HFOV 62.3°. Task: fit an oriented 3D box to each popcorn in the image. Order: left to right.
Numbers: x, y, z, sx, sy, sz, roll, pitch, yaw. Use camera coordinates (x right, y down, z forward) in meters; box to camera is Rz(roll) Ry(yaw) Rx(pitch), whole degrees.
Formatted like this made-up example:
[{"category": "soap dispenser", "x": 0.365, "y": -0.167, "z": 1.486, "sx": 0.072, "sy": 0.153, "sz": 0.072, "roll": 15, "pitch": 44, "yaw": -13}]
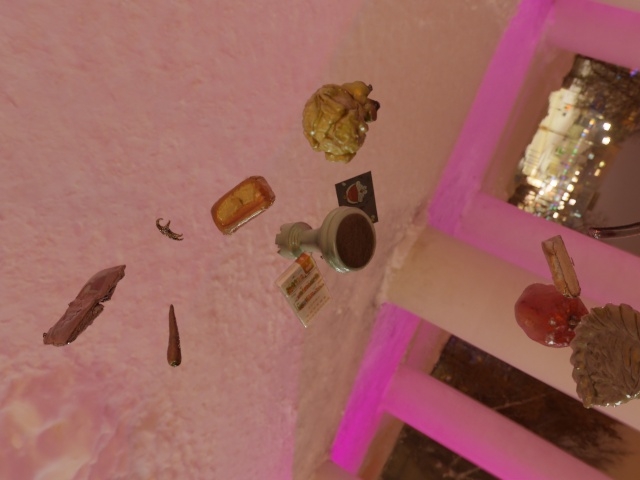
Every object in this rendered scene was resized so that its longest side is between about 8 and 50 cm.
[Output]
[{"category": "popcorn", "x": 0.038, "y": -0.281, "z": 1.178, "sx": 0.168, "sy": 0.174, "sz": 0.195, "roll": 46, "pitch": 54, "yaw": -38}]

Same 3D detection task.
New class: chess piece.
[{"category": "chess piece", "x": 0.000, "y": 0.000, "z": 1.599, "sx": 0.195, "sy": 0.299, "sz": 0.194, "roll": 1, "pitch": 88, "yaw": -43}]

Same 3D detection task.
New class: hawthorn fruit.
[{"category": "hawthorn fruit", "x": 0.711, "y": 0.230, "z": 1.606, "sx": 0.205, "sy": 0.205, "sz": 0.253, "roll": -63, "pitch": -175, "yaw": 0}]

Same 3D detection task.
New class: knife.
[{"category": "knife", "x": 0.826, "y": -0.039, "z": 1.371, "sx": 0.123, "sy": 0.278, "sz": 0.053, "roll": -136, "pitch": -147, "yaw": -74}]

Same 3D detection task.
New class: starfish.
[{"category": "starfish", "x": -0.383, "y": -0.024, "z": 1.341, "sx": 0.091, "sy": 0.078, "sz": 0.028, "roll": 48, "pitch": 62, "yaw": -42}]

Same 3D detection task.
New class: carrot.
[{"category": "carrot", "x": -0.495, "y": 0.316, "z": 1.780, "sx": 0.049, "sy": 0.254, "sz": 0.049, "roll": -9, "pitch": 139, "yaw": -8}]

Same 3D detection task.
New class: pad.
[{"category": "pad", "x": 0.153, "y": -0.152, "z": 2.175, "sx": 0.170, "sy": 0.006, "sz": 0.245, "roll": -22, "pitch": 123, "yaw": -15}]

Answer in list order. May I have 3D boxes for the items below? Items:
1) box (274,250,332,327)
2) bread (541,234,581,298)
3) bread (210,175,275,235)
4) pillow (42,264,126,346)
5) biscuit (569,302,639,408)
[{"category": "box", "x": -0.040, "y": 0.135, "z": 1.434, "sx": 0.122, "sy": 0.032, "sz": 0.220, "roll": -45, "pitch": 141, "yaw": -18}, {"category": "bread", "x": 0.478, "y": 0.056, "z": 1.059, "sx": 0.126, "sy": 0.044, "sz": 0.129, "roll": -7, "pitch": 81, "yaw": -59}, {"category": "bread", "x": -0.313, "y": -0.147, "z": 2.154, "sx": 0.288, "sy": 0.152, "sz": 0.119, "roll": -31, "pitch": -176, "yaw": 28}, {"category": "pillow", "x": -0.581, "y": 0.163, "z": 1.317, "sx": 0.049, "sy": 0.135, "sz": 0.248, "roll": 58, "pitch": 40, "yaw": -31}, {"category": "biscuit", "x": 0.541, "y": 0.209, "z": 0.975, "sx": 0.273, "sy": 0.036, "sz": 0.187, "roll": 113, "pitch": -32, "yaw": -63}]
